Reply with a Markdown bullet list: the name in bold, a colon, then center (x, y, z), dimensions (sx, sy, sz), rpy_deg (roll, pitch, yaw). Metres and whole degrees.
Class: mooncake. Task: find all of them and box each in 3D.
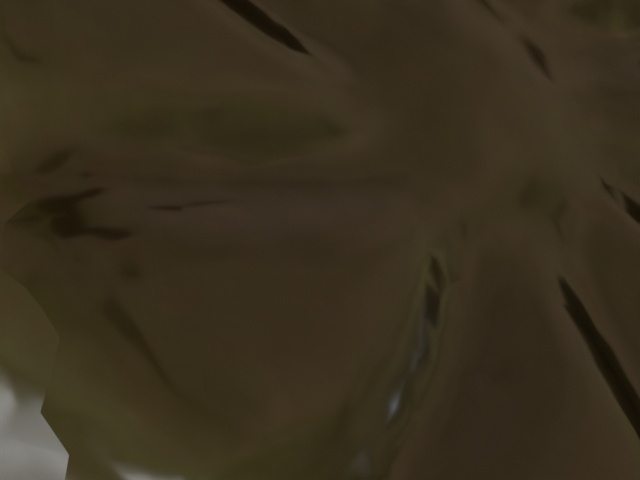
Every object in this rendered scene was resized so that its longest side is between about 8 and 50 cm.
- **mooncake**: center (0.000, 0.000, 0.587), dimensions (0.378, 0.378, 0.201), rpy_deg (-7, 161, -41)
